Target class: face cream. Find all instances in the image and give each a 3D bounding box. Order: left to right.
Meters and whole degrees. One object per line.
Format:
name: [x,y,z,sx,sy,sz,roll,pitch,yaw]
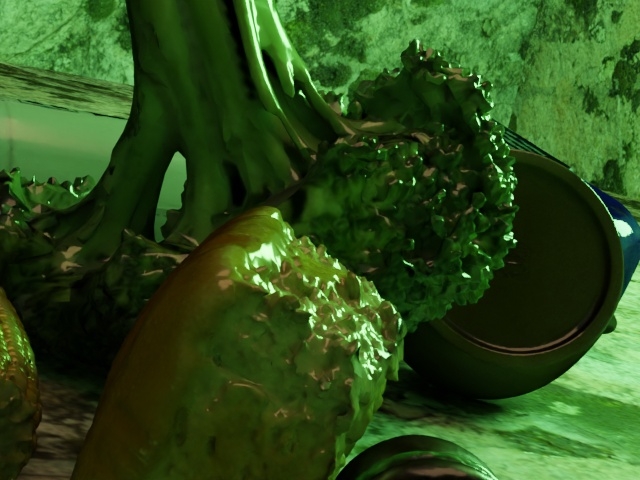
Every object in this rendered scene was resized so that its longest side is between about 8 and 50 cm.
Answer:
face cream: [-0.279,-0.049,1.214,0.370,0.145,0.145,9,10,-29]

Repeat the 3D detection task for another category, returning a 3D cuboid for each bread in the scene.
bread: [-0.042,0.077,0.733,0.121,0.174,0.245,33,9,-4]

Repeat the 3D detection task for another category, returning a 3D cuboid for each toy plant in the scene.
toy plant: [0.051,0.147,0.664,0.093,0.092,0.162,12,13,-10]

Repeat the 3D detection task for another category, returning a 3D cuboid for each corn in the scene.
corn: [-0.196,0.067,0.820,0.081,0.081,0.248,10,9,-19]

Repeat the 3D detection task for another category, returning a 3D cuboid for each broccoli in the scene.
broccoli: [-0.055,-0.038,1.043,0.375,0.302,0.249,-13,-15,10]

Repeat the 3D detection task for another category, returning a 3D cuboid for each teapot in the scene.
teapot: [0.118,0.037,1.215,0.268,0.185,0.175,11,-23,-6]

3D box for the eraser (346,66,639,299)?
eraser: [0.163,-0.040,1.533,0.332,0.155,0.101,35,26,26]
